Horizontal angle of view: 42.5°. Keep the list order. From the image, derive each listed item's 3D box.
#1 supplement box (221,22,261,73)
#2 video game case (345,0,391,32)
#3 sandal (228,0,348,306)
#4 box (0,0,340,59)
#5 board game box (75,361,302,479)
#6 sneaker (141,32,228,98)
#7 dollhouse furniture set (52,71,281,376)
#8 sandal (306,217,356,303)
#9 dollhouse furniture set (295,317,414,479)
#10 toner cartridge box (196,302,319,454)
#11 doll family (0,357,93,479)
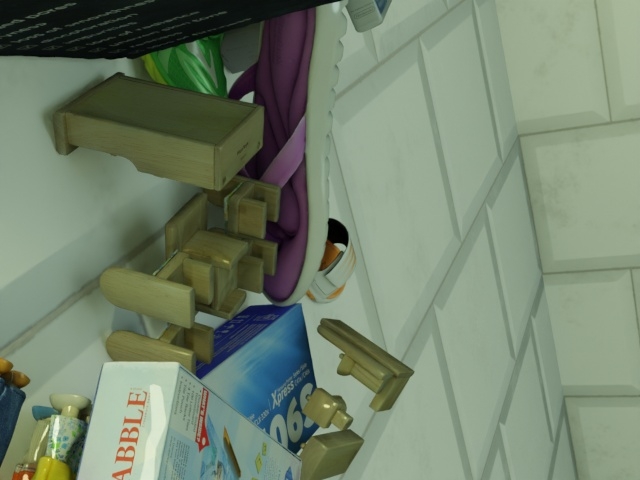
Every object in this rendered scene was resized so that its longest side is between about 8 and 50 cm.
[{"bbox_3d":[-0.057,-0.335,1.034,0.073,0.130,0.239,44,47,-53],"label":"supplement box"},{"bbox_3d":[0.016,-0.417,0.968,0.299,0.036,0.329,64,19,-19],"label":"video game case"},{"bbox_3d":[-0.064,-0.118,0.922,0.102,0.169,0.416,-8,118,-30],"label":"sandal"},{"bbox_3d":[-0.107,-0.300,0.511,0.472,0.480,0.297,-30,111,-63],"label":"box"},{"bbox_3d":[-0.103,0.294,0.642,0.318,0.066,0.318,61,32,-59],"label":"board game box"},{"bbox_3d":[-0.128,-0.273,0.877,0.109,0.124,0.295,-3,89,-65],"label":"sneaker"},{"bbox_3d":[-0.152,-0.021,0.814,0.212,0.161,0.242,-56,157,-53],"label":"dollhouse furniture set"},{"bbox_3d":[-0.002,0.009,1.142,0.265,0.076,0.101,47,45,-53],"label":"sandal"},{"bbox_3d":[0.004,0.189,1.003,0.151,0.123,0.144,-59,155,7],"label":"dollhouse furniture set"},{"bbox_3d":[-0.108,0.199,0.880,0.348,0.075,0.165,-34,116,-62],"label":"toner cartridge box"},{"bbox_3d":[-0.230,0.175,0.574,0.263,0.118,0.163,49,43,-51],"label":"doll family"}]
